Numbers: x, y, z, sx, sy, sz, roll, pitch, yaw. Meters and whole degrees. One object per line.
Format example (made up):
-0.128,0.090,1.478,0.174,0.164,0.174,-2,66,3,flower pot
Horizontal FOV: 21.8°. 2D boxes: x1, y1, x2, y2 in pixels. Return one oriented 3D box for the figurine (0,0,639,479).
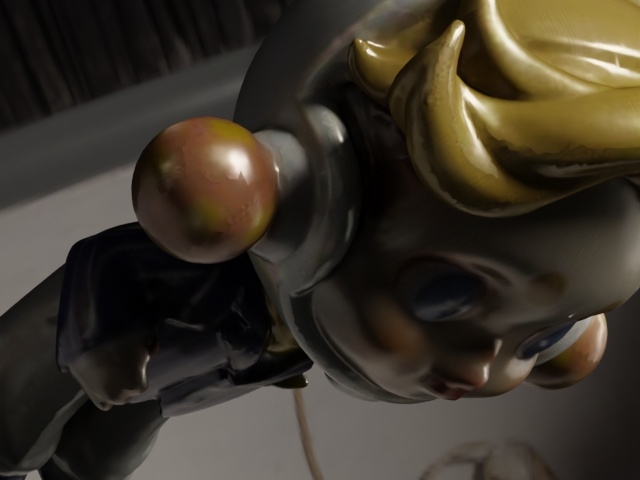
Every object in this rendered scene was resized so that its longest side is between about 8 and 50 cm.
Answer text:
0.004,0.004,0.518,0.194,0.274,0.133,6,58,-29,figurine
